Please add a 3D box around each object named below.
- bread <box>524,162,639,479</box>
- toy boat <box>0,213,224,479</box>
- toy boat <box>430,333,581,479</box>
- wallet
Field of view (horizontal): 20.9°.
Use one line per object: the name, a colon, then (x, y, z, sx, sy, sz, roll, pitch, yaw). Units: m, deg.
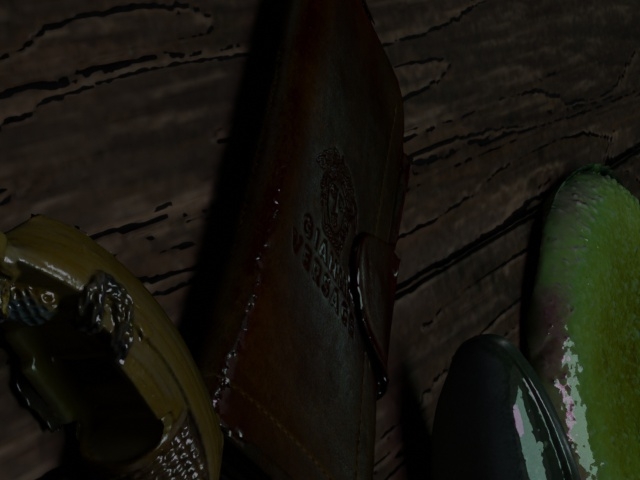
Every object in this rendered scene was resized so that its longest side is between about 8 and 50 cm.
bread: (0.200, 0.097, 1.116, 0.301, 0.045, 0.301, 33, 53, -58)
toy boat: (-0.072, 0.044, 0.569, 0.149, 0.047, 0.049, 59, 34, -39)
toy boat: (0.107, 0.165, 0.861, 0.085, 0.078, 0.260, -32, 114, -44)
wallet: (0.000, 0.000, 0.748, 0.137, 0.031, 0.255, 53, 38, -44)
